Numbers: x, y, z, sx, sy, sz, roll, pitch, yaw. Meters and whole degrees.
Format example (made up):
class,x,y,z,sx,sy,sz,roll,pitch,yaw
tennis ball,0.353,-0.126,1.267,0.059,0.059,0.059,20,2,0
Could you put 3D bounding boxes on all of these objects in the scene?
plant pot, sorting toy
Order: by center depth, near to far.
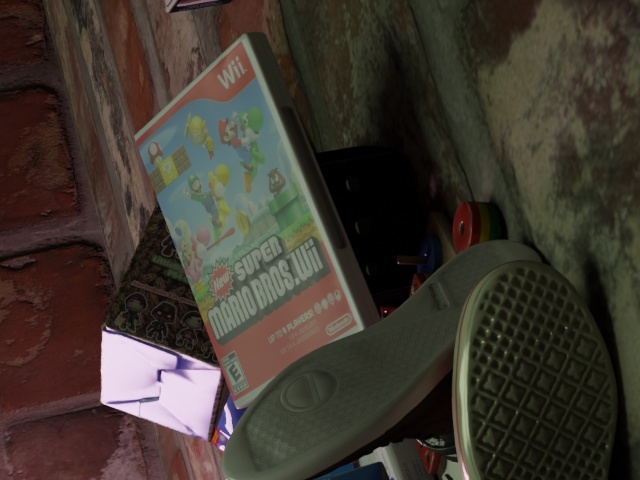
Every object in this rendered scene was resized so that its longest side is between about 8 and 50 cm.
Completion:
class,x,y,z,sx,sy,sz,roll,pitch,yaw
sorting toy,0.088,0.069,1.294,0.132,0.046,0.274,-111,28,-58
plant pot,0.000,0.000,1.413,0.167,0.188,0.187,-20,82,62

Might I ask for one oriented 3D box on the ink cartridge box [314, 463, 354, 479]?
class,x,y,z,sx,sy,sz,roll,pitch,yaw
ink cartridge box,0.017,0.304,1.631,0.088,0.052,0.122,144,110,-73

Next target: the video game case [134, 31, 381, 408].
class,x,y,z,sx,sy,sz,roll,pitch,yaw
video game case,-0.063,-0.014,1.340,0.204,0.025,0.285,-35,71,45

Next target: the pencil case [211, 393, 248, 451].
class,x,y,z,sx,sy,sz,roll,pitch,yaw
pencil case,-0.098,0.153,1.981,0.133,0.119,0.306,-107,13,-50

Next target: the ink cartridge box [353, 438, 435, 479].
class,x,y,z,sx,sy,sz,roll,pitch,yaw
ink cartridge box,0.076,0.276,1.584,0.208,0.045,0.206,110,144,-59

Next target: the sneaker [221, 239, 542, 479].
class,x,y,z,sx,sy,sz,roll,pitch,yaw
sneaker,0.064,0.134,1.123,0.105,0.296,0.146,29,144,45

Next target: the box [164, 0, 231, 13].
class,x,y,z,sx,sy,sz,roll,pitch,yaw
box,-0.136,-0.382,1.753,0.290,0.087,0.169,161,96,-74

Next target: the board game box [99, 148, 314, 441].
class,x,y,z,sx,sy,sz,roll,pitch,yaw
board game box,-0.132,0.044,1.705,0.232,0.141,0.291,107,-177,-61

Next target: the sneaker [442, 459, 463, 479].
class,x,y,z,sx,sy,sz,roll,pitch,yaw
sneaker,0.129,0.255,1.308,0.085,0.086,0.237,-132,34,-64

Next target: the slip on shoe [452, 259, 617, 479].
class,x,y,z,sx,sy,sz,roll,pitch,yaw
slip on shoe,0.157,0.170,1.096,0.101,0.123,0.331,-134,30,-70

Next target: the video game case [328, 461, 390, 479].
class,x,y,z,sx,sy,sz,roll,pitch,yaw
video game case,0.074,0.373,1.345,0.269,0.061,0.244,-95,-14,-68
